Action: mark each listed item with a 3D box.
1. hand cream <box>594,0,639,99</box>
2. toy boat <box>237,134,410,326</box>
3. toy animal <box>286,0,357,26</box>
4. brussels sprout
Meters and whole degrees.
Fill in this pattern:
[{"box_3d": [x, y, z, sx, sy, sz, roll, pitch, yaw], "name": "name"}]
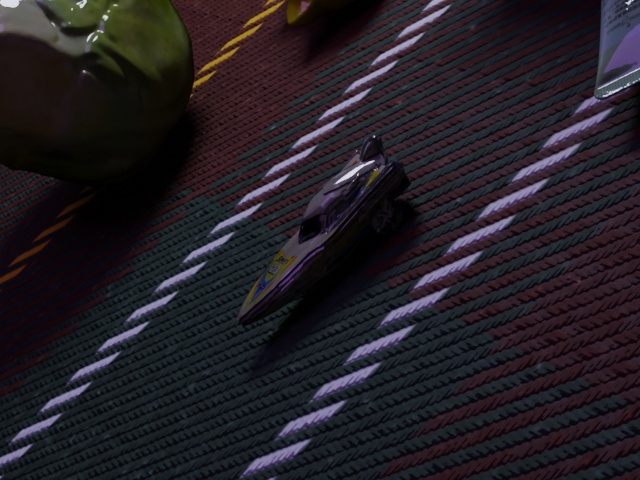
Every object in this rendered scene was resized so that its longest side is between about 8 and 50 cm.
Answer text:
[{"box_3d": [0.293, -0.241, 1.363, 0.147, 0.093, 0.306, -24, 34, 26], "name": "hand cream"}, {"box_3d": [0.000, 0.000, 1.422, 0.210, 0.066, 0.084, -47, 26, -8], "name": "toy boat"}, {"box_3d": [-0.005, -0.345, 1.868, 0.156, 0.156, 0.230, -38, 37, 8], "name": "toy animal"}, {"box_3d": [-0.302, -0.189, 1.848, 0.344, 0.268, 0.344, -7, 11, 1], "name": "brussels sprout"}]
